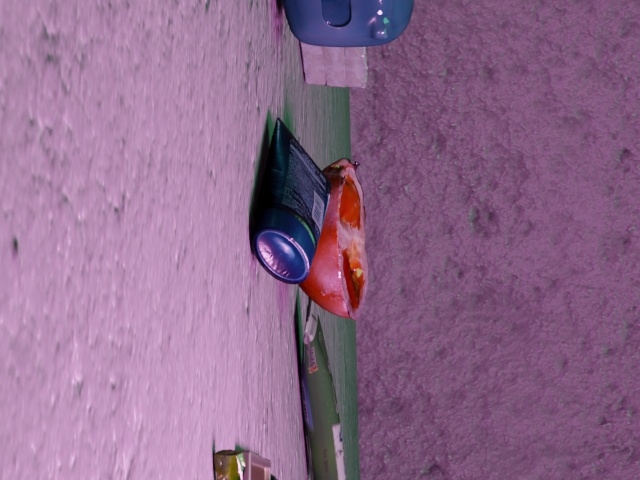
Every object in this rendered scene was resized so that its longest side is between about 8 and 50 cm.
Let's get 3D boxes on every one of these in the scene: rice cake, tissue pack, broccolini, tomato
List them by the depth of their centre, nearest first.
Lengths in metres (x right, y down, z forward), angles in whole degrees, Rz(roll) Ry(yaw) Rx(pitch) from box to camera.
[{"bbox_3d":[-0.067,0.319,1.273,0.071,0.057,0.254,-133,-140,-65],"label":"broccolini"},{"bbox_3d":[0.034,-0.407,1.832,0.206,0.198,0.288,-82,172,-57],"label":"tissue pack"},{"bbox_3d":[0.000,0.000,1.879,0.199,0.112,0.228,22,66,-77],"label":"tomato"},{"bbox_3d":[0.021,-0.322,2.223,0.211,0.124,0.038,92,5,-62],"label":"rice cake"}]

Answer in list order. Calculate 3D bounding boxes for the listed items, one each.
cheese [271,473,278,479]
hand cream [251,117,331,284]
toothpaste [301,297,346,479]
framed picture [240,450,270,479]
[{"bbox_3d":[-0.051,0.343,1.586,0.067,0.026,0.121,-161,-110,-73],"label":"cheese"},{"bbox_3d":[-0.031,-0.051,1.642,0.120,0.061,0.270,49,26,-21],"label":"hand cream"},{"bbox_3d":[-0.002,0.272,2.145,0.099,0.061,0.392,-83,168,-58],"label":"toothpaste"},{"bbox_3d":[-0.073,0.380,1.448,0.213,0.016,0.289,71,19,-78],"label":"framed picture"}]
